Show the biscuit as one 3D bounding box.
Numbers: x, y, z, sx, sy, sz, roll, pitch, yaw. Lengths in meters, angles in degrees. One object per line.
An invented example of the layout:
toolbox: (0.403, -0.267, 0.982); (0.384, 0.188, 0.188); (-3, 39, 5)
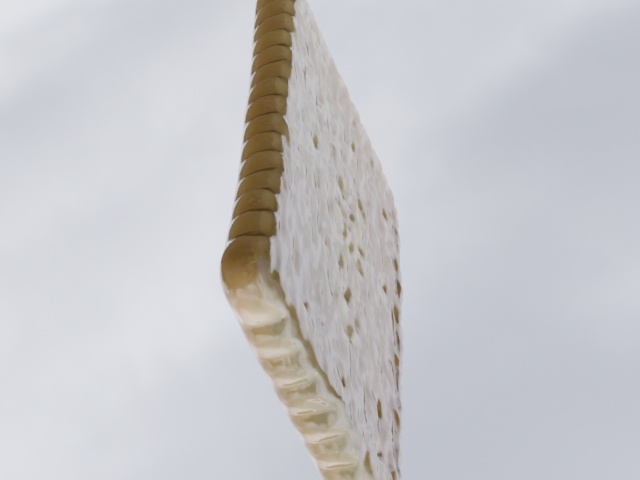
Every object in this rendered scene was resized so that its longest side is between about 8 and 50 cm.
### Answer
biscuit: (-0.001, 0.000, 0.888); (0.030, 0.160, 0.250); (-17, -147, 14)
